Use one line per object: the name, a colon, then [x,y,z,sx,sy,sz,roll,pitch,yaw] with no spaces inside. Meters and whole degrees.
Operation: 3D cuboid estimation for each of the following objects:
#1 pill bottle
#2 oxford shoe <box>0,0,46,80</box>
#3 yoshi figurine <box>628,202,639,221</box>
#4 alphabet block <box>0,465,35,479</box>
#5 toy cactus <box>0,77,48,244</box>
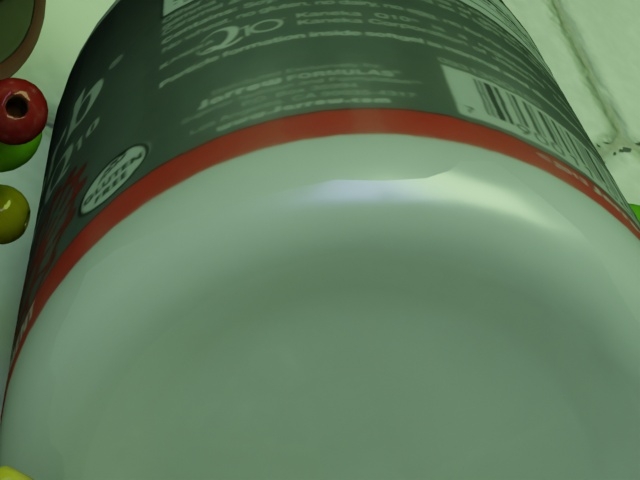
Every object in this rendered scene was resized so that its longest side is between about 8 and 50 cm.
pill bottle: [0.000,0.000,0.645,0.210,0.210,0.363,27,20,-15]
oxford shoe: [-0.271,-0.227,0.773,0.397,0.146,0.140,57,45,-10]
yoshi figurine: [0.219,0.066,0.890,0.362,0.203,0.203,-18,105,-62]
alphabet block: [-0.068,0.213,0.446,0.197,0.192,0.193,32,43,-8]
toy cactus: [-0.185,0.014,0.596,0.112,0.219,0.180,48,-4,-12]
